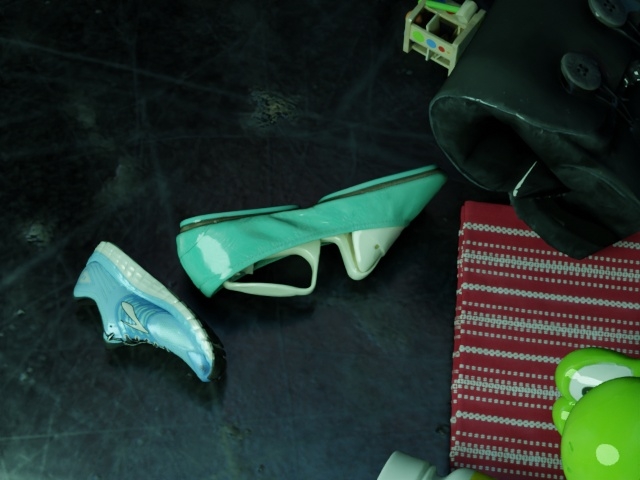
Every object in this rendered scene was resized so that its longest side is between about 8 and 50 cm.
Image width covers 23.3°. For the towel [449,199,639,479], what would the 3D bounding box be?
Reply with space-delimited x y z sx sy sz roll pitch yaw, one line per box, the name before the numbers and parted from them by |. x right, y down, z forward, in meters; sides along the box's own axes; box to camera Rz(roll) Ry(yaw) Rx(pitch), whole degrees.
towel | 0.211 0.091 1.325 0.198 0.031 0.275 6 62 1

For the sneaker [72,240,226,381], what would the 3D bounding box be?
sneaker | -0.148 0.073 1.327 0.162 0.063 0.073 38 84 24

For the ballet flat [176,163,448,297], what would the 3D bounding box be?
ballet flat | 0.000 0.000 1.359 0.247 0.083 0.087 -13 85 -8

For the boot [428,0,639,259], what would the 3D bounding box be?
boot | 0.188 -0.247 1.398 0.367 0.146 0.445 30 59 -4

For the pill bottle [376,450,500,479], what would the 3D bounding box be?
pill bottle | 0.134 0.246 1.183 0.208 0.119 0.119 22 62 12

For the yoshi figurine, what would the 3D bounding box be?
yoshi figurine | 0.330 0.166 1.136 0.362 0.203 0.204 8 75 25

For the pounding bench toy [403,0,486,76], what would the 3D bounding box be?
pounding bench toy | 0.115 -0.209 1.467 0.065 0.083 0.052 32 65 16
